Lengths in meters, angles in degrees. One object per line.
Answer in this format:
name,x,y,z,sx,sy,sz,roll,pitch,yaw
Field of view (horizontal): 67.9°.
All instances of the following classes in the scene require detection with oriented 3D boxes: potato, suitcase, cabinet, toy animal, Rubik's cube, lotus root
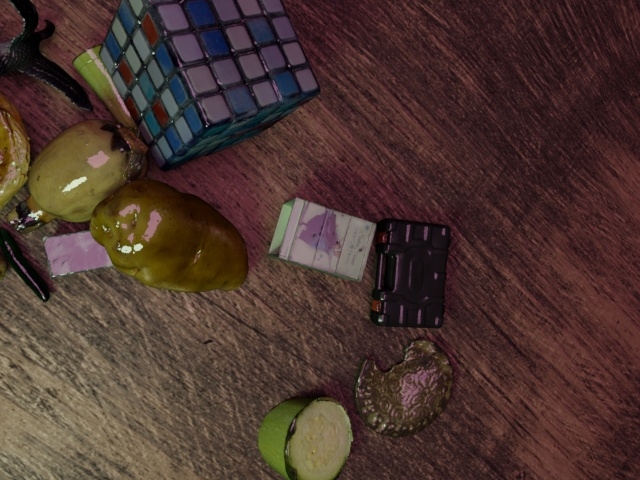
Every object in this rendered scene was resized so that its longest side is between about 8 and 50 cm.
potato,-0.293,0.008,1.011,0.369,0.177,0.195,29,47,-45
suitcase,0.242,0.090,1.274,0.206,0.066,0.285,5,88,-19
cabinet,0.000,0.000,1.152,0.206,0.150,0.145,17,84,-17
toy animal,-0.603,-0.403,0.962,0.160,0.272,0.197,-18,55,-13
Rubik's cube,-0.229,-0.348,0.973,0.292,0.287,0.293,-33,101,-35
lotus root,-0.498,-0.121,0.976,0.310,0.183,0.182,-38,101,2

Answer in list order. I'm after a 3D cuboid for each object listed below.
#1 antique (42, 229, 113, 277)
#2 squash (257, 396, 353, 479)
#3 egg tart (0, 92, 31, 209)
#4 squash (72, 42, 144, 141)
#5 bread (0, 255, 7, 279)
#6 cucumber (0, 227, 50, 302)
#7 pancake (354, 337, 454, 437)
antique,-0.482,0.018,1.027,0.183,0.086,0.088,-10,93,-18
squash,-0.027,0.492,1.178,0.220,0.133,0.220,4,82,-33
egg tart,-0.721,-0.177,0.933,0.290,0.115,0.290,-4,100,-21
squash,-0.448,-0.310,1.048,0.094,0.094,0.224,-29,104,-16
bread,-0.694,0.038,0.972,0.066,0.060,0.110,-40,101,1
cucumber,-0.632,0.054,1.007,0.036,0.033,0.184,-29,99,9
pancake,0.227,0.391,1.285,0.286,0.033,0.288,34,79,-13
